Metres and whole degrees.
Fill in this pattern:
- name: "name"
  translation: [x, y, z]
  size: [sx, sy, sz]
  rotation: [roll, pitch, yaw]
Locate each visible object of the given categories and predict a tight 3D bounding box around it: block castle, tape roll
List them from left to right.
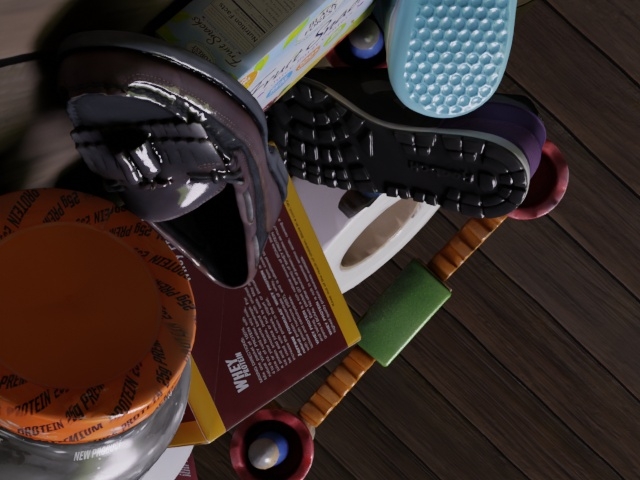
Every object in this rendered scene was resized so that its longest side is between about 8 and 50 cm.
- name: "block castle"
  translation: [0.000, 0.000, 1.193]
  size: [0.453, 0.303, 0.213]
  rotation: [-48, 175, 4]
- name: "tape roll"
  translation: [0.051, -0.044, 1.538]
  size: [0.286, 0.100, 0.286]
  rotation: [-39, 163, -14]

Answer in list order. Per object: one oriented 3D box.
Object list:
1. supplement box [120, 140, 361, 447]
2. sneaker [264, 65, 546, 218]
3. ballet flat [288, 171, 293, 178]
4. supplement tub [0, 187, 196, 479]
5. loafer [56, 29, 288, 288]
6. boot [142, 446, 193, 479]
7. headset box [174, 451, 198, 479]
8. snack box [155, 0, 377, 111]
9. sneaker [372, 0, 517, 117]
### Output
- name: "supplement box"
  translation: [-0.104, 0.047, 0.974]
  size: [0.129, 0.191, 0.194]
  rotation: [-17, -170, 46]
- name: "sneaker"
  translation: [0.063, -0.111, 1.058]
  size: [0.124, 0.283, 0.107]
  rotation: [-59, 164, -44]
- name: "ballet flat"
  translation: [-0.080, -0.060, 1.532]
  size: [0.073, 0.080, 0.232]
  rotation: [5, 132, -48]
- name: "supplement tub"
  translation: [-0.219, 0.121, 0.816]
  size: [0.207, 0.207, 0.338]
  rotation: [-43, 173, -42]
- name: "loafer"
  translation: [-0.087, -0.042, 0.777]
  size: [0.302, 0.109, 0.095]
  rotation: [47, 46, -70]
- name: "boot"
  translation: [-0.217, 0.186, 1.461]
  size: [0.123, 0.095, 0.258]
  rotation: [-1, -115, 37]
- name: "headset box"
  translation: [-0.271, 0.311, 1.545]
  size: [0.110, 0.293, 0.218]
  rotation: [14, 131, -34]
- name: "snack box"
  translation: [-0.034, -0.165, 0.876]
  size: [0.207, 0.070, 0.174]
  rotation: [-46, 178, -18]
- name: "sneaker"
  translation: [0.106, -0.285, 0.966]
  size: [0.208, 0.127, 0.319]
  rotation: [-105, -154, -59]
